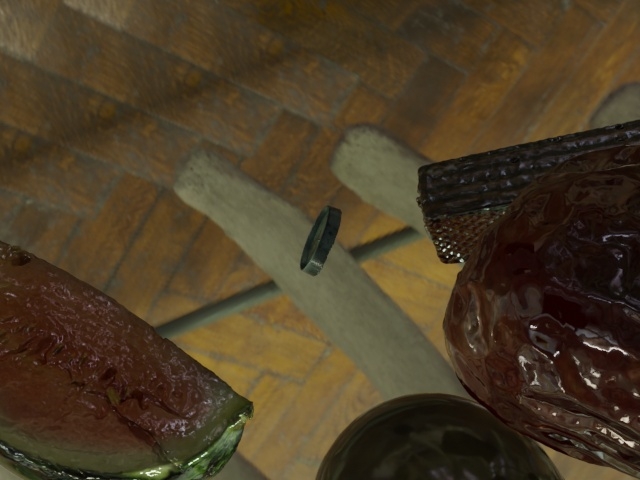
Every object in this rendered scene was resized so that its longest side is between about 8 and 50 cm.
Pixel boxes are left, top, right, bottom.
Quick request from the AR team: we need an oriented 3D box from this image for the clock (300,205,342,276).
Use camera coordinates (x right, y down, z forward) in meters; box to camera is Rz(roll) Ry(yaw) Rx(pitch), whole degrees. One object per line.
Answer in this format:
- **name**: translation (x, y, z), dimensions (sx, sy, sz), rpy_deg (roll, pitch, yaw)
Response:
- **clock**: translation (0.000, 0.000, 1.156), dimensions (0.017, 0.085, 0.085), rpy_deg (22, 111, -11)

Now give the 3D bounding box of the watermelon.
- **watermelon**: translation (-0.119, 0.069, 0.431), dimensions (0.069, 0.163, 0.087), rpy_deg (-13, 129, -65)

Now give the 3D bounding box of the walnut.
- **walnut**: translation (0.233, 0.065, 0.681), dimensions (0.222, 0.269, 0.244), rpy_deg (-55, 147, -5)

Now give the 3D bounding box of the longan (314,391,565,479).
- **longan**: translation (0.133, 0.318, 1.141), dimensions (0.318, 0.319, 0.319), rpy_deg (-12, 125, -17)

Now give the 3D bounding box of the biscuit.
- **biscuit**: translation (0.226, -0.047, 1.013), dimensions (0.252, 0.070, 0.106), rpy_deg (-11, 150, 10)
